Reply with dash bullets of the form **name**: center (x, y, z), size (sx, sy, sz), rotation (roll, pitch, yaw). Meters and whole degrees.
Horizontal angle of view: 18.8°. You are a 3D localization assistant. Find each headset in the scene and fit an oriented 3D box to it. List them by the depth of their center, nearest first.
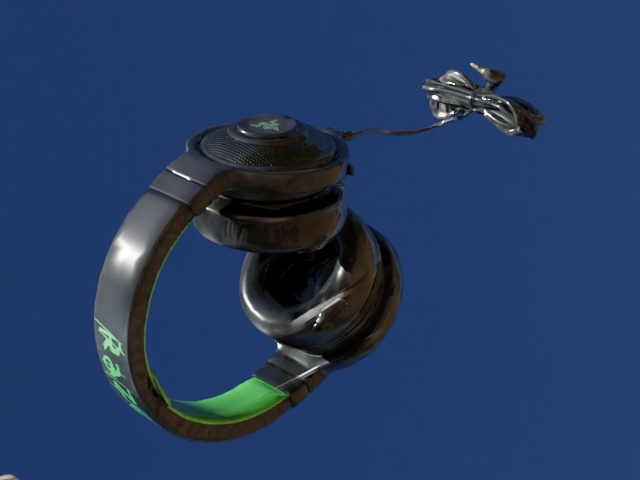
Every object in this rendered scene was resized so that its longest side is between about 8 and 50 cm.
- **headset**: center (0.000, 0.000, 1.547), size (0.394, 0.185, 0.243), rotation (-45, -46, -22)

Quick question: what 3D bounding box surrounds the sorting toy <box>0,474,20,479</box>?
- **sorting toy**: center (-0.285, 0.304, 1.225), size (0.257, 0.089, 0.255), rotation (-12, -90, -17)
